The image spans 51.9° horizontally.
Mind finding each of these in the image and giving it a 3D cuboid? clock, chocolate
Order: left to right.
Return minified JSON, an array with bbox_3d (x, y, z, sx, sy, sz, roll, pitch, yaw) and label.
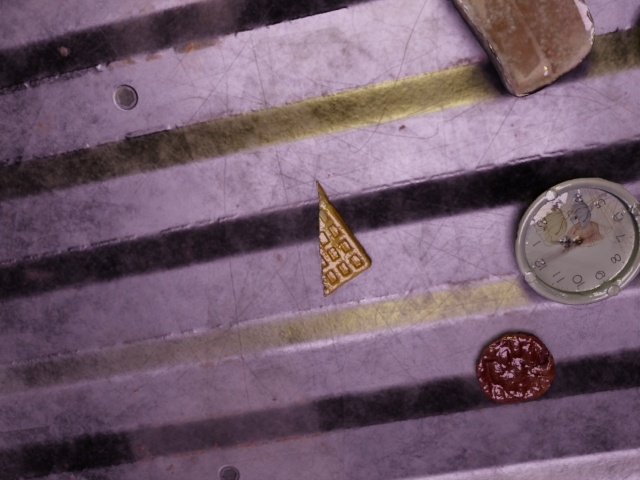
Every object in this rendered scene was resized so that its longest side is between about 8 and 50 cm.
[{"bbox_3d":[0.311,-0.396,1.079,0.185,0.100,0.303,-33,102,1],"label":"chocolate"},{"bbox_3d":[0.467,0.000,1.185,0.237,0.053,0.236,1,106,3],"label":"clock"}]

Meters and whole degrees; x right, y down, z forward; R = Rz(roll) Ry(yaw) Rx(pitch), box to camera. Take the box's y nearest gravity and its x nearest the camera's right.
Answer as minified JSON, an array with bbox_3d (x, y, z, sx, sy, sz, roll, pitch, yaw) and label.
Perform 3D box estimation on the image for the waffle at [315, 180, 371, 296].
[{"bbox_3d":[0.000,0.000,1.242,0.125,0.032,0.191,-35,96,14],"label":"waffle"}]

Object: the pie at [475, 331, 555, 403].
[{"bbox_3d":[0.373,0.246,1.264,0.154,0.038,0.153,2,104,8],"label":"pie"}]
